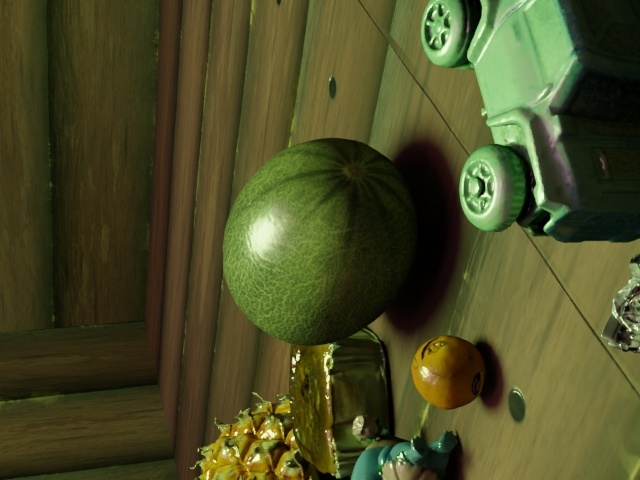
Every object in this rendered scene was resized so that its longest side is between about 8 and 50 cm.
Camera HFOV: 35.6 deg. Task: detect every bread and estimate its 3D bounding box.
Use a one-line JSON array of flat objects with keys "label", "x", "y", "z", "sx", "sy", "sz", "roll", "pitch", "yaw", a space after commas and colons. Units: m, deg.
[{"label": "bread", "x": 0.021, "y": 0.226, "z": 1.438, "sx": 0.192, "sy": 0.109, "sz": 0.210, "roll": -176, "pitch": 83, "yaw": -71}]

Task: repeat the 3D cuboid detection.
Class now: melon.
[{"label": "melon", "x": 0.000, "y": 0.000, "z": 1.250, "sx": 0.302, "sy": 0.237, "sz": 0.238, "roll": 122, "pitch": 141, "yaw": -54}]

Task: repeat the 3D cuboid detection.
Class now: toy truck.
[{"label": "toy truck", "x": 0.189, "y": -0.133, "z": 0.786, "sx": 0.156, "sy": 0.154, "sz": 0.279, "roll": 133, "pitch": 131, "yaw": -55}]

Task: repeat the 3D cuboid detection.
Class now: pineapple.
[{"label": "pineapple", "x": -0.134, "y": 0.410, "z": 1.591, "sx": 0.209, "sy": 0.286, "sz": 0.344, "roll": 69, "pitch": -176, "yaw": -55}]

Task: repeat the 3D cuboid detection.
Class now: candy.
[{"label": "candy", "x": 0.270, "y": 0.118, "z": 0.742, "sx": 0.094, "sy": 0.051, "sz": 0.226, "roll": 128, "pitch": 134, "yaw": -56}]

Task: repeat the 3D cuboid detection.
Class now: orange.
[{"label": "orange", "x": 0.141, "y": 0.145, "z": 1.096, "sx": 0.083, "sy": 0.083, "sz": 0.084, "roll": 176, "pitch": 90, "yaw": -72}]

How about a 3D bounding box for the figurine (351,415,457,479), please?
[{"label": "figurine", "x": 0.100, "y": 0.276, "z": 1.232, "sx": 0.178, "sy": 0.114, "sz": 0.145, "roll": 123, "pitch": 149, "yaw": -43}]
